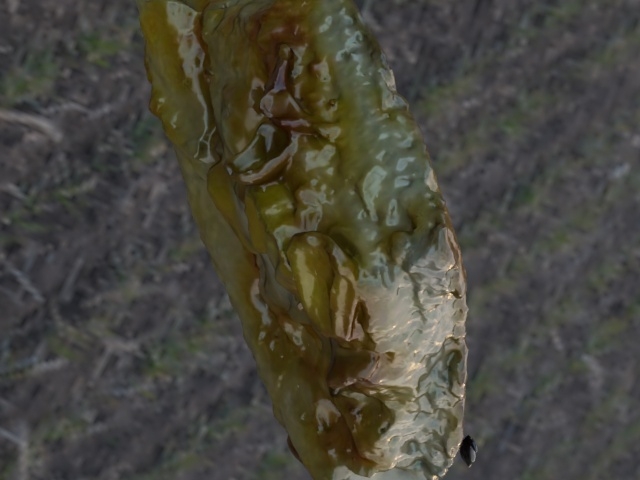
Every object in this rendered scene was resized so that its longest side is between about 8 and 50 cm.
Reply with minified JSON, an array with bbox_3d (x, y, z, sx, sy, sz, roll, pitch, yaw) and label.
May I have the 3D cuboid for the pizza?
[{"bbox_3d":[0.000,0.000,0.511,0.063,0.161,0.182,-18,97,-19],"label":"pizza"}]
